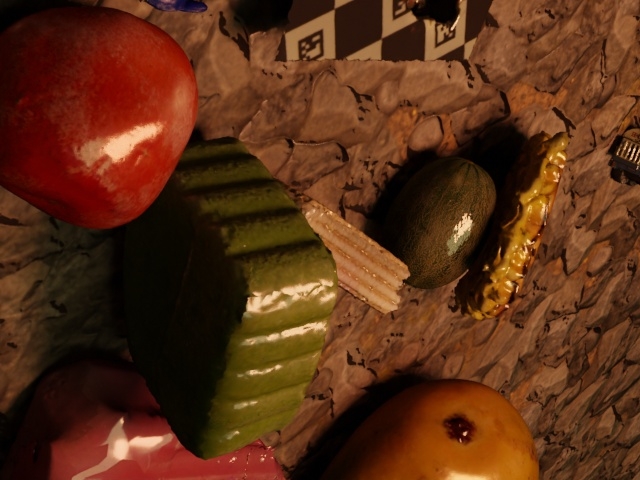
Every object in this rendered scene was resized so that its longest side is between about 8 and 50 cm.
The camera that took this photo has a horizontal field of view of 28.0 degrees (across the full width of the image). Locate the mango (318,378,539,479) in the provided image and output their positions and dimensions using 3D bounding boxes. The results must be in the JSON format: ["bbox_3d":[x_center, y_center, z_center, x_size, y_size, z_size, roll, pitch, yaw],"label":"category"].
[{"bbox_3d":[0.103,0.374,1.671,0.300,0.232,0.446,-1,130,-54],"label":"mango"}]

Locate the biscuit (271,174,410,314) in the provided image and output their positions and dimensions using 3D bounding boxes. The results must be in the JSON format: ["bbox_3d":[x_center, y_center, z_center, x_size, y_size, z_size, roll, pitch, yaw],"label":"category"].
[{"bbox_3d":[0.000,0.000,1.316,0.062,0.108,0.239,-57,145,-2],"label":"biscuit"}]

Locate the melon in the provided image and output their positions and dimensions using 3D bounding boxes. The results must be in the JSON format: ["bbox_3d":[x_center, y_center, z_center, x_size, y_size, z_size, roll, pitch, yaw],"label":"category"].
[{"bbox_3d":[0.131,-0.015,1.442,0.114,0.114,0.167,15,109,-53],"label":"melon"}]

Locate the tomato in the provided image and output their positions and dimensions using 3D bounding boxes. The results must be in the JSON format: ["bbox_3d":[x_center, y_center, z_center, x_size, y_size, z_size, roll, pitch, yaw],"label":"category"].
[{"bbox_3d":[-0.180,-0.099,0.992,0.187,0.151,0.187,-25,132,-31],"label":"tomato"}]

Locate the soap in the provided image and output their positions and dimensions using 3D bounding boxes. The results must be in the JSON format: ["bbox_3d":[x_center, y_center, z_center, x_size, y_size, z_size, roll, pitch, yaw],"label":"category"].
[{"bbox_3d":[-0.181,0.240,1.311,0.325,0.127,0.220,12,111,-51],"label":"soap"}]

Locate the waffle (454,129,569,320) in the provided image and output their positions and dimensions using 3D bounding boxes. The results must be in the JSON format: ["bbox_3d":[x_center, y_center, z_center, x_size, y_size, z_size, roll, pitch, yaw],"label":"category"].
[{"bbox_3d":[0.221,-0.020,1.502,0.243,0.058,0.238,129,-18,-82],"label":"waffle"}]

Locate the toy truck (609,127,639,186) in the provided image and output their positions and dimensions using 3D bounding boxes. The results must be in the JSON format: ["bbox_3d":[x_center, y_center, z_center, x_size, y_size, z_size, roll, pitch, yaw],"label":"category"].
[{"bbox_3d":[0.471,-0.107,1.790,0.201,0.074,0.088,7,106,-50],"label":"toy truck"}]

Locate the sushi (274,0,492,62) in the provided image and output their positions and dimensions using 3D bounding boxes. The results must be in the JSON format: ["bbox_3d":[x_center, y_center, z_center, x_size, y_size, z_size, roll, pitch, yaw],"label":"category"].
[{"bbox_3d":[0.080,-0.305,1.174,0.292,0.059,0.294,-6,125,-46],"label":"sushi"}]

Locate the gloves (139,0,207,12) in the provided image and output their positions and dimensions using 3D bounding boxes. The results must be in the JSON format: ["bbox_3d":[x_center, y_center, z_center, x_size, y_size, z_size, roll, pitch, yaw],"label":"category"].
[{"bbox_3d":[-0.112,-0.219,1.064,0.086,0.026,0.064,-8,125,-44],"label":"gloves"}]

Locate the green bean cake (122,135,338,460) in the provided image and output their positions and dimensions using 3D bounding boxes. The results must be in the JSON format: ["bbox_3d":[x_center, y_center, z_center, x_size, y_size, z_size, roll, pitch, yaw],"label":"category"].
[{"bbox_3d":[-0.092,0.055,1.166,0.125,0.222,0.248,-12,136,-33],"label":"green bean cake"}]
